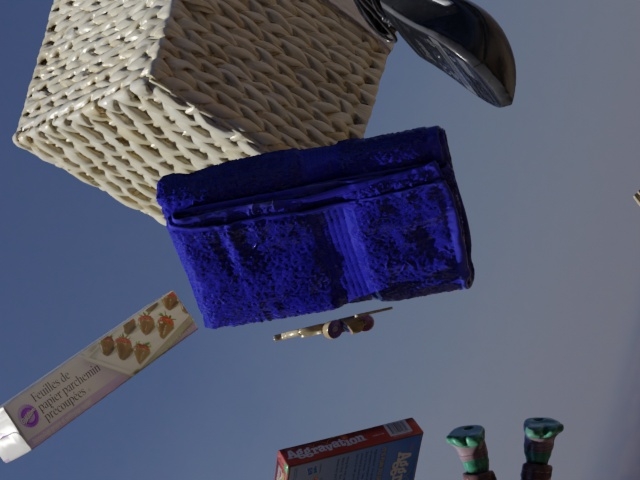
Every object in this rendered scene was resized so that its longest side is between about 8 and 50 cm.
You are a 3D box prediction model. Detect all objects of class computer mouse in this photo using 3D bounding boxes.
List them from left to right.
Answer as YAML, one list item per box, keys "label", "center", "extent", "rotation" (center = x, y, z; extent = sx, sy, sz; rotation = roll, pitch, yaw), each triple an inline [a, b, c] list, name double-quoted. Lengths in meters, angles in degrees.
- label: "computer mouse"
  center: [0.088, -0.228, 1.569]
  extent: [0.060, 0.262, 0.184]
  rotation: [-46, -53, -4]

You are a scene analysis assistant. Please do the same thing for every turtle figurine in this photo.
- label: "turtle figurine"
  center: [0.196, 0.300, 1.707]
  extent: [0.118, 0.175, 0.234]
  rotation: [-171, 72, -71]

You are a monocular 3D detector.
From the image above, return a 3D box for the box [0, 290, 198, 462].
- label: "box"
  center: [-0.281, 0.164, 2.098]
  extent: [0.067, 0.063, 0.324]
  rotation: [-31, 3, 43]

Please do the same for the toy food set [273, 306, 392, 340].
- label: "toy food set"
  center: [0.017, 0.095, 1.811]
  extent: [0.078, 0.122, 0.019]
  rotation: [-10, -95, -47]

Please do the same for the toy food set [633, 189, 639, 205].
- label: "toy food set"
  center: [0.451, -0.061, 1.972]
  extent: [0.192, 0.132, 0.038]
  rotation: [-43, 3, -42]

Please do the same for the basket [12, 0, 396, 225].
- label: "basket"
  center: [-0.141, -0.192, 2.060]
  extent: [0.328, 0.331, 0.266]
  rotation: [-16, 53, 48]

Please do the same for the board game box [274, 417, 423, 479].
- label: "board game box"
  center: [0.014, 0.300, 1.665]
  extent: [0.027, 0.145, 0.281]
  rotation: [-126, 35, -45]

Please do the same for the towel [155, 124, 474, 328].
- label: "towel"
  center: [0.000, 0.000, 1.765]
  extent: [0.076, 0.308, 0.228]
  rotation: [-90, -13, -45]
